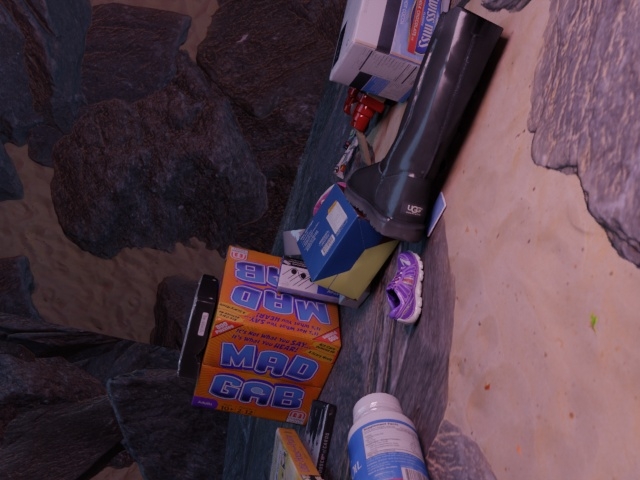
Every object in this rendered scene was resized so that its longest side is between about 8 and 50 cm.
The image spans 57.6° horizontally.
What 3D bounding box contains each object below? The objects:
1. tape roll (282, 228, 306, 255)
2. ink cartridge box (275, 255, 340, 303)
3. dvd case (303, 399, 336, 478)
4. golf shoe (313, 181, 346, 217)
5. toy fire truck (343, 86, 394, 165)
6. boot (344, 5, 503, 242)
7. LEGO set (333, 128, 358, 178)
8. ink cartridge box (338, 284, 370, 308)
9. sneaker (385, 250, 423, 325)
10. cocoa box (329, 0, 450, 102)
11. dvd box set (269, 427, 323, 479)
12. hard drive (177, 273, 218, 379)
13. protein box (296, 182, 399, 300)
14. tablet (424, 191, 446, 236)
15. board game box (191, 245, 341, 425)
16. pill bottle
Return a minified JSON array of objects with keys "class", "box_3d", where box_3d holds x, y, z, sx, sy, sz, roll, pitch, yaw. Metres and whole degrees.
[{"class":"tape roll","box_3d":[0.000,0.000,1.707,0.219,0.219,0.072,169,95,-78]},{"class":"ink cartridge box","box_3d":[-0.019,0.116,1.691,0.046,0.207,0.097,116,165,-63]},{"class":"dvd case","box_3d":[-0.015,0.555,1.564,0.179,0.030,0.238,143,140,-72]},{"class":"golf shoe","box_3d":[0.026,-0.101,2.026,0.140,0.115,0.306,-82,14,-47]},{"class":"toy fire truck","box_3d":[0.138,-0.386,1.818,0.246,0.158,0.217,-61,15,15]},{"class":"boot","box_3d":[0.202,-0.260,1.254,0.367,0.146,0.445,-124,46,-65]},{"class":"LEGO set","box_3d":[0.116,-0.329,2.104,0.182,0.060,0.244,-65,10,-10]},{"class":"ink cartridge box","box_3d":[0.095,0.099,1.550,0.099,0.056,0.135,121,161,-54]},{"class":"sneaker","box_3d":[0.166,0.088,1.176,0.068,0.071,0.170,118,164,-49]},{"class":"cocoa box","box_3d":[0.190,-0.584,1.528,0.231,0.228,0.347,149,135,-74]},{"class":"dvd box set","box_3d":[-0.072,0.692,1.471,0.420,0.062,0.307,180,97,-77]},{"class":"hard drive","box_3d":[-0.369,0.250,1.771,0.339,0.064,0.237,-127,52,-78]},{"class":"protein box","box_3d":[0.063,0.001,1.445,0.200,0.136,0.201,-56,26,17]},{"class":"tablet","box_3d":[0.234,-0.054,1.192,0.054,0.006,0.083,-90,19,-54]},{"class":"board game box","box_3d":[-0.166,0.292,1.803,0.356,0.356,0.356,-93,20,-57]},{"class":"pill bottle","box_3d":[0.109,0.362,0.960,0.221,0.124,0.124,-96,23,-63]}]
